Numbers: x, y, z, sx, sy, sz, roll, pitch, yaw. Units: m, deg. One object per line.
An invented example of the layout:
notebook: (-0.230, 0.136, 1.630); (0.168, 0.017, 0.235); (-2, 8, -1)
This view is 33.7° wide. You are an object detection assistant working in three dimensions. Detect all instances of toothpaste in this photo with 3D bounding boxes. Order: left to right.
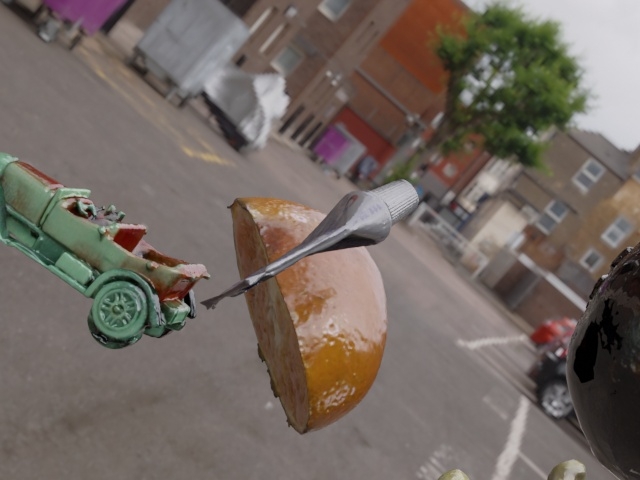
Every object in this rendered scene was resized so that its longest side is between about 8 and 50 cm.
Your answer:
toothpaste: (0.000, 0.001, 1.160); (0.068, 0.282, 0.099); (45, -39, 24)

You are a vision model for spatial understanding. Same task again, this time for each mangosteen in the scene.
mangosteen: (0.402, 0.129, 1.037); (0.330, 0.330, 0.330); (41, 5, -4)

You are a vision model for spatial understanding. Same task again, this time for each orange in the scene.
orange: (-0.038, 0.086, 1.393); (0.310, 0.274, 0.274); (31, 0, 26)

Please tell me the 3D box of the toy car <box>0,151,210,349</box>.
toy car: (-0.128, 0.001, 0.545); (0.143, 0.054, 0.073); (34, 7, 11)

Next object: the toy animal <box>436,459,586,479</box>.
toy animal: (0.180, 0.248, 0.773); (0.233, 0.121, 0.169); (5, 34, -11)
